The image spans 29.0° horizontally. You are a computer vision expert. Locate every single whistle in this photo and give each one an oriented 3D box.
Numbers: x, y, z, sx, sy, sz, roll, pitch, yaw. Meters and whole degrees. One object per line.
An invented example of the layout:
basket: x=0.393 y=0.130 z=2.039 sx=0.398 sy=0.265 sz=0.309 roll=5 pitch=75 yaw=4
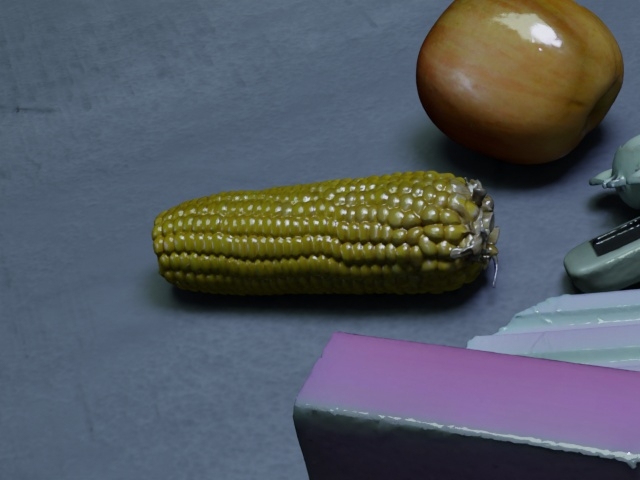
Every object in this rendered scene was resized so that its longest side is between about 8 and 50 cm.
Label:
whistle: x=0.353 y=-0.073 z=1.075 sx=0.236 sy=0.077 sz=0.114 roll=-15 pitch=4 yaw=-12

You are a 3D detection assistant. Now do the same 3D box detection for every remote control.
remote control: x=0.341 y=-0.034 z=0.981 sx=0.310 sy=0.038 sz=0.090 roll=-25 pitch=11 yaw=10

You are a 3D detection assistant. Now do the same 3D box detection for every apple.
apple: x=0.191 y=-0.157 z=1.157 sx=0.199 sy=0.199 sz=0.199 roll=-8 pitch=36 yaw=6

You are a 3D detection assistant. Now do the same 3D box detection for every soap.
soap: x=0.211 y=0.107 z=0.838 sx=0.231 sy=0.091 sz=0.145 roll=-7 pitch=35 yaw=25
soap: x=0.123 y=0.154 z=0.750 sx=0.259 sy=0.181 sz=0.081 roll=5 pitch=40 yaw=25

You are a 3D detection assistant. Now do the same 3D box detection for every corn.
corn: x=0.000 y=0.000 z=1.063 sx=0.305 sy=0.106 sz=0.106 roll=-4 pitch=37 yaw=18
